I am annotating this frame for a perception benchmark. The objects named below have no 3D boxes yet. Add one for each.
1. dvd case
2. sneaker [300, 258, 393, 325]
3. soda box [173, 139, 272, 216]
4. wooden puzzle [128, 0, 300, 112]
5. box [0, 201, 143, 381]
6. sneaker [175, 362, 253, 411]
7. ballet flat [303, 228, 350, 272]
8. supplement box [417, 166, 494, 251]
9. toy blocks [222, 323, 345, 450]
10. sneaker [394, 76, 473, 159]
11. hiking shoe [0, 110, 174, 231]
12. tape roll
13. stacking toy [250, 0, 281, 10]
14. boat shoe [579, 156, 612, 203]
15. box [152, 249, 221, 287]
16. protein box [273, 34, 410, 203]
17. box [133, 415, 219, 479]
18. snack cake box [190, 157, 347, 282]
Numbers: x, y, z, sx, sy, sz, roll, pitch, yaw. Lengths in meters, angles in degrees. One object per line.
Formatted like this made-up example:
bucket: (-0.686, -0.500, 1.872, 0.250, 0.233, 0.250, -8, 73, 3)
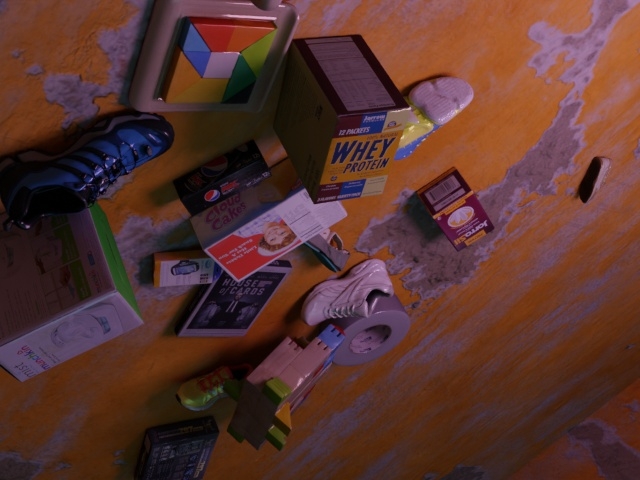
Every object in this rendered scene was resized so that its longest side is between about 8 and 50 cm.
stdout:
dvd case: (-0.190, 0.126, 2.011, 0.179, 0.029, 0.238, 5, 134, -38)
sneaker: (0.063, 0.139, 2.119, 0.232, 0.115, 0.090, -32, 145, 7)
soda box: (-0.179, -0.114, 1.694, 0.169, 0.053, 0.060, -28, 144, -1)
wooden puzzle: (-0.169, -0.288, 1.488, 0.239, 0.044, 0.221, -2, 138, -31)
box: (-0.455, 0.063, 1.555, 0.231, 0.262, 0.127, -27, 145, -2)
sneaker: (-0.248, 0.335, 2.201, 0.208, 0.081, 0.094, -14, 144, -37)
ballet flat: (0.000, 0.000, 1.961, 0.068, 0.072, 0.213, -57, 145, -7)
supplement box: (0.301, -0.066, 2.048, 0.104, 0.081, 0.188, -34, 145, 8)
toy blocks: (-0.075, 0.327, 2.180, 0.261, 0.191, 0.381, -43, 166, -32)
sneaker: (0.179, -0.227, 1.781, 0.240, 0.091, 0.126, -26, 163, -3)
hiking shoe: (-0.372, -0.105, 1.509, 0.304, 0.132, 0.113, -23, 145, -7)
tape roll: (0.109, 0.217, 2.287, 0.219, 0.072, 0.219, -18, 144, -14)
stacking toy: (0.040, -0.450, 1.355, 0.330, 0.141, 0.141, -22, 145, -14)
boat shoe: (0.661, -0.143, 2.216, 0.045, 0.050, 0.135, -7, 140, -18)
box: (-0.267, 0.055, 1.856, 0.136, 0.028, 0.081, -5, 140, -17)
protein box: (0.030, -0.208, 1.584, 0.136, 0.201, 0.200, -10, 141, -23)
box: (-0.375, 0.557, 2.407, 0.183, 0.059, 0.232, -6, 139, -27)
snack cake box: (-0.098, -0.045, 1.805, 0.264, 0.089, 0.152, -31, 147, 5)
